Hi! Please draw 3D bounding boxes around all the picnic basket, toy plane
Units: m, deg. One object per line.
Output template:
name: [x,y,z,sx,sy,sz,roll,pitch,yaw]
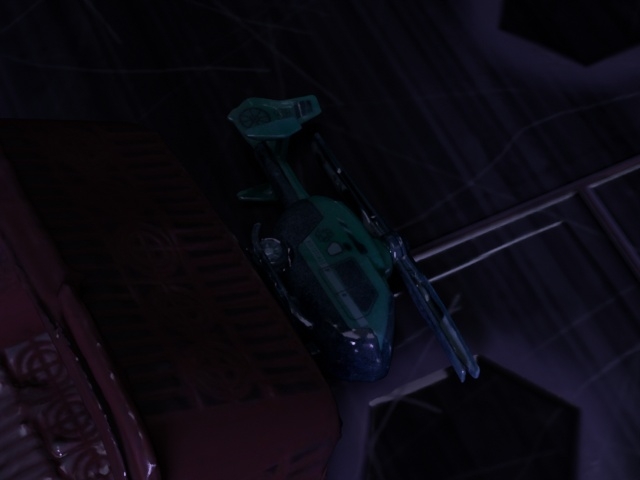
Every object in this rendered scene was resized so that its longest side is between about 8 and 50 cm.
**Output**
picnic basket: [-0.105,0.072,0.916,0.129,0.222,0.297,-12,48,-29]
toy plane: [0.000,0.000,1.027,0.096,0.060,0.235,-20,55,-16]
